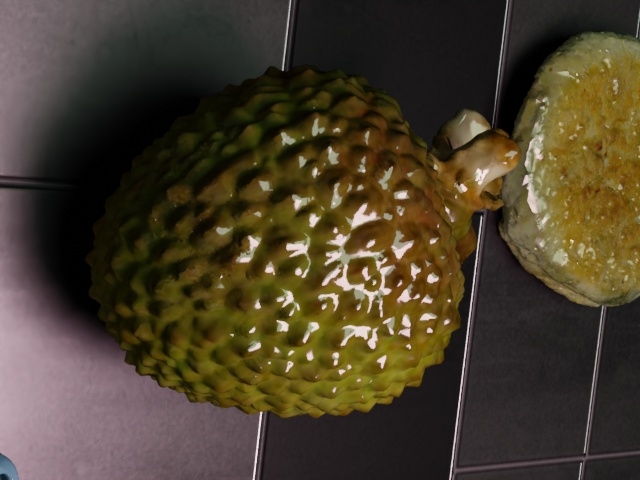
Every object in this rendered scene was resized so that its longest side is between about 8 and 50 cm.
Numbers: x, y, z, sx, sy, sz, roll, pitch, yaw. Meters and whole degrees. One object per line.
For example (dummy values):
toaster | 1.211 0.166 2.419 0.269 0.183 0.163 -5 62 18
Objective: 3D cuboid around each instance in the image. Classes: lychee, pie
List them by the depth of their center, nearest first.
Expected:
lychee | -0.011 0.003 1.290 0.320 0.270 0.269 8 92 -13
pie | 0.266 -0.069 1.677 0.277 0.078 0.277 -5 98 -39

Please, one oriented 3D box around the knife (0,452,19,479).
knife | -0.314 0.212 1.197 0.244 0.032 0.058 -26 122 -33
